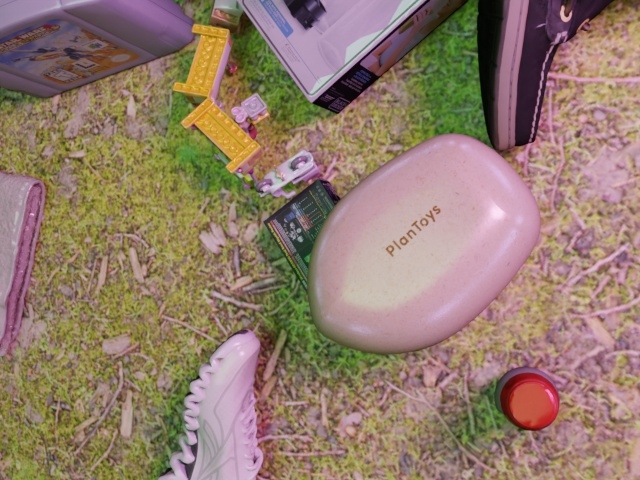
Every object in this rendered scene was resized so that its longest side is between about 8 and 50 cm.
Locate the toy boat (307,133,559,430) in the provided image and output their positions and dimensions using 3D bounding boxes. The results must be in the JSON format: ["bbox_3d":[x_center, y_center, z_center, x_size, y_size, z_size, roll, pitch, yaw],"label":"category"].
[{"bbox_3d":[0.138,0.063,0.728,0.267,0.148,0.318,-37,74,6],"label":"toy boat"}]

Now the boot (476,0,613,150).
[{"bbox_3d":[0.300,-0.259,0.640,0.284,0.138,0.378,1,119,2],"label":"boot"}]

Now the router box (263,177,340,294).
[{"bbox_3d":[0.000,0.000,0.840,0.092,0.038,0.122,-36,77,18],"label":"router box"}]

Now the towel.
[{"bbox_3d":[-0.527,0.023,1.059,0.187,0.049,0.282,16,96,21],"label":"towel"}]

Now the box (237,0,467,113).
[{"bbox_3d":[0.065,-0.304,0.783,0.290,0.087,0.169,-38,77,19],"label":"box"}]

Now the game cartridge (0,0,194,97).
[{"bbox_3d":[-0.340,-0.264,0.897,0.297,0.198,0.062,-12,86,23],"label":"game cartridge"}]

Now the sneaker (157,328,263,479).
[{"bbox_3d":[-0.118,0.247,0.865,0.118,0.110,0.292,24,108,13],"label":"sneaker"}]

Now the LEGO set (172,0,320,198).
[{"bbox_3d":[-0.108,-0.169,0.870,0.132,0.107,0.287,-22,73,-1],"label":"LEGO set"}]
